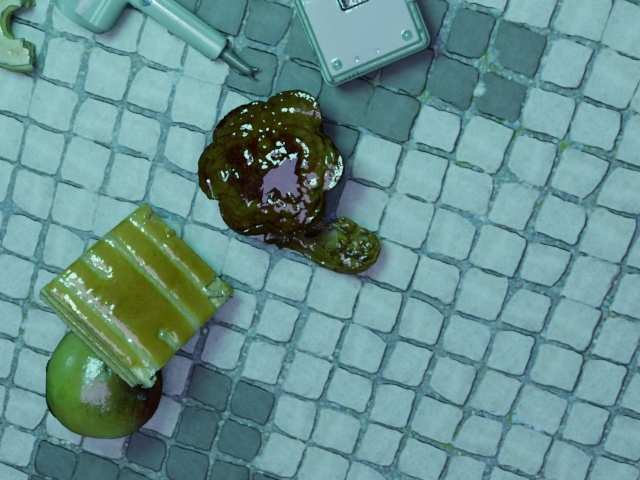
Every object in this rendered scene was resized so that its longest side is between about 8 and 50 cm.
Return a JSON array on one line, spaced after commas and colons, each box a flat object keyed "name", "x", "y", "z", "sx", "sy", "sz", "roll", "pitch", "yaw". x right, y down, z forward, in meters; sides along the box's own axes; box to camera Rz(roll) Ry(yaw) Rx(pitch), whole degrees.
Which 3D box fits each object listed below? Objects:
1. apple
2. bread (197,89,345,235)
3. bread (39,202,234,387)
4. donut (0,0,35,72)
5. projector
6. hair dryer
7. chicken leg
[{"name": "apple", "x": -0.390, "y": 0.252, "z": 1.622, "sx": 0.207, "sy": 0.174, "sz": 0.189, "roll": -2, "pitch": 104, "yaw": -9}, {"name": "bread", "x": -0.078, "y": -0.111, "z": 1.503, "sx": 0.246, "sy": 0.135, "sz": 0.232, "roll": -26, "pitch": 79, "yaw": 11}, {"name": "bread", "x": -0.308, "y": 0.096, "z": 1.551, "sx": 0.246, "sy": 0.111, "sz": 0.239, "roll": 46, "pitch": 64, "yaw": -2}, {"name": "donut", "x": -0.544, "y": -0.376, "z": 1.561, "sx": 0.108, "sy": 0.065, "sz": 0.166, "roll": 1, "pitch": 102, "yaw": 7}, {"name": "projector", "x": 0.053, "y": -0.402, "z": 1.464, "sx": 0.191, "sy": 0.099, "sz": 0.257, "roll": -21, "pitch": 98, "yaw": 10}, {"name": "hair dryer", "x": -0.258, "y": -0.369, "z": 1.519, "sx": 0.357, "sy": 0.107, "sz": 0.173, "roll": 35, "pitch": 106, "yaw": -7}, {"name": "chicken leg", "x": 0.000, "y": 0.002, "z": 1.560, "sx": 0.207, "sy": 0.101, "sz": 0.085, "roll": 12, "pitch": 72, "yaw": 14}]
